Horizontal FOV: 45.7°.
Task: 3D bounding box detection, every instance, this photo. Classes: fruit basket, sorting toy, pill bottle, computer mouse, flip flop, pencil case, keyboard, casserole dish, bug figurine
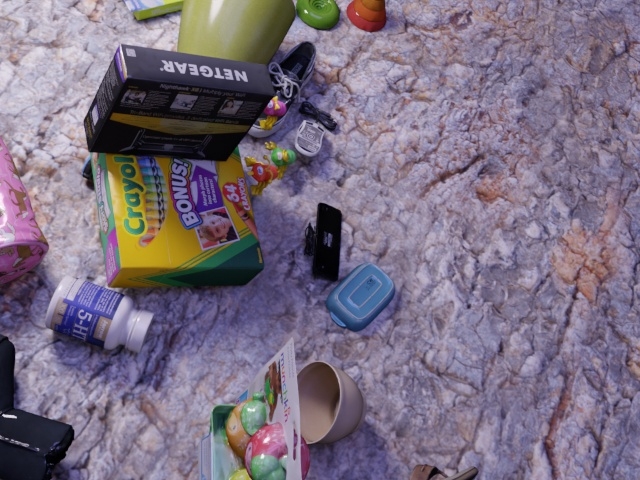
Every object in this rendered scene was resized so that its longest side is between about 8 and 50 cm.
[{"bbox_3d":[-0.109,0.379,1.317,0.165,0.353,0.327,4,62,-17],"label":"fruit basket"},{"bbox_3d":[0.031,-0.666,2.077,0.365,0.126,0.127,-2,63,-20],"label":"sorting toy"},{"bbox_3d":[-0.427,0.149,1.482,0.186,0.112,0.112,20,58,-6],"label":"pill bottle"},{"bbox_3d":[-0.026,-0.263,1.877,0.106,0.042,0.193,28,45,-7],"label":"computer mouse"},{"bbox_3d":[0.191,0.491,1.510,0.276,0.112,0.080,-11,51,-17],"label":"flip flop"},{"bbox_3d":[-0.687,-0.099,1.511,0.386,0.167,0.160,58,19,16],"label":"pencil case"},{"bbox_3d":[0.000,0.000,1.760,0.100,0.038,0.192,25,53,-31],"label":"keyboard"},{"bbox_3d":[0.097,0.121,1.715,0.114,0.037,0.188,43,57,8],"label":"casserole dish"},{"bbox_3d":[-0.126,-0.247,1.725,0.216,0.072,0.279,-16,93,-65],"label":"bug figurine"}]

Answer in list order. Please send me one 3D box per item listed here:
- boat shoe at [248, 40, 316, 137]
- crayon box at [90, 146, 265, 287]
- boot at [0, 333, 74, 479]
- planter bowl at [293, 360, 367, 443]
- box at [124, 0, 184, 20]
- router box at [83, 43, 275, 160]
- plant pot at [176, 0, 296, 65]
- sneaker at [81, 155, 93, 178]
[{"bbox_3d":[-0.094,-0.384,1.890,0.113,0.105,0.306,36,58,4],"label":"boat shoe"},{"bbox_3d":[-0.308,-0.086,1.607,0.313,0.106,0.363,2,63,-35],"label":"crayon box"},{"bbox_3d":[-0.538,0.312,1.364,0.207,0.094,0.247,18,65,-4],"label":"boot"},{"bbox_3d":[0.024,0.331,1.516,0.109,0.162,0.162,21,54,-37],"label":"planter bowl"},{"bbox_3d":[-0.430,-0.632,1.955,0.178,0.042,0.109,-23,71,-27],"label":"box"},{"bbox_3d":[-0.281,-0.261,1.499,0.308,0.243,0.081,0,62,-35],"label":"router box"},{"bbox_3d":[-0.234,-0.465,1.823,0.274,0.275,0.294,20,73,-6],"label":"plant pot"},{"bbox_3d":[-0.434,-0.169,1.683,0.188,0.067,0.078,-14,61,-28],"label":"sneaker"}]
